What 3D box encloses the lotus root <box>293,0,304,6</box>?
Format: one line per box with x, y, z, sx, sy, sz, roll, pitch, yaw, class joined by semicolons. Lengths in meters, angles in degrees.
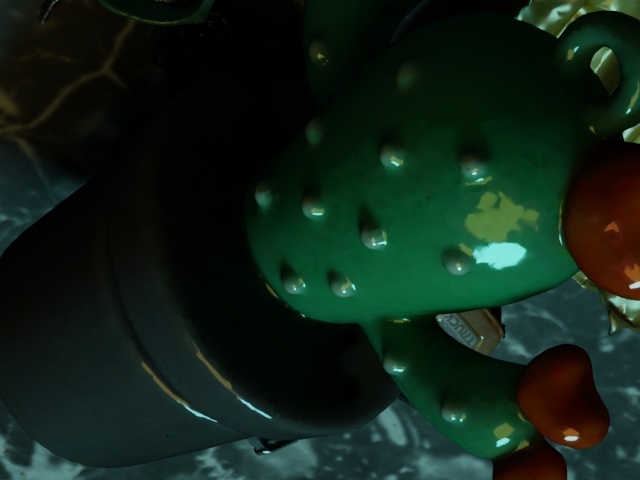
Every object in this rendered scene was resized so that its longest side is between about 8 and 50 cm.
0.000;-0.154;0.947;0.037;0.030;0.083;9;135;-13;lotus root

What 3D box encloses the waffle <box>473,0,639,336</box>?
0.239;-0.063;0.991;0.348;0.077;0.304;27;126;-17;waffle

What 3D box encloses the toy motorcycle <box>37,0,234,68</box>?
-0.069;-0.154;0.928;0.100;0.058;0.173;17;134;-14;toy motorcycle

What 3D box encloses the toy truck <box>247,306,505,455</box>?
0.013;0.053;1.104;0.192;0.092;0.083;-25;129;21;toy truck

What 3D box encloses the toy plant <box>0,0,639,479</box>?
0.001;-0.012;0.912;0.185;0.279;0.400;27;147;-32;toy plant
